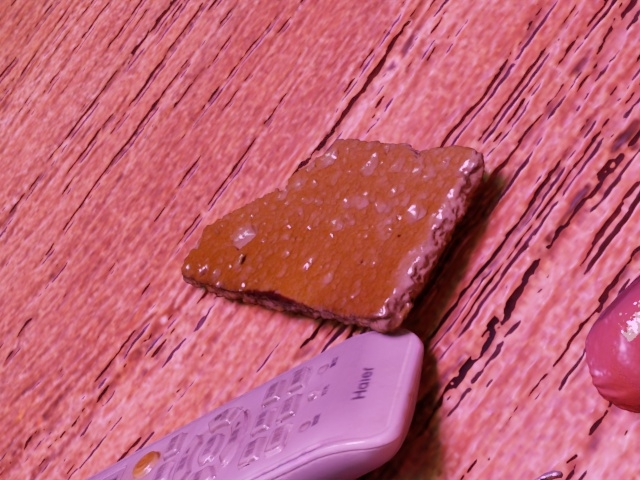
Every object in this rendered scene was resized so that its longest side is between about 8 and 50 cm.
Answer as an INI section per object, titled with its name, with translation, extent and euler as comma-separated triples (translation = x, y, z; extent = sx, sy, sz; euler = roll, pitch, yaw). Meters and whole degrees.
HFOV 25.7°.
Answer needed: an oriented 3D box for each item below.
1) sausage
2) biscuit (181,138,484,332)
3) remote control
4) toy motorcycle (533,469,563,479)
[sausage]
translation = 0.175, 0.044, 0.716
extent = 0.094, 0.054, 0.059
euler = -46, 2, 6
[biscuit]
translation = 0.003, -0.010, 0.929
extent = 0.237, 0.026, 0.131
euler = 8, 62, 54
[remote control]
translation = -0.065, 0.153, 0.873
extent = 0.313, 0.055, 0.109
euler = -30, 21, 29
[toy motorcycle]
translation = -0.041, 0.214, 0.749
extent = 0.401, 0.134, 0.207
euler = -27, 64, 23
